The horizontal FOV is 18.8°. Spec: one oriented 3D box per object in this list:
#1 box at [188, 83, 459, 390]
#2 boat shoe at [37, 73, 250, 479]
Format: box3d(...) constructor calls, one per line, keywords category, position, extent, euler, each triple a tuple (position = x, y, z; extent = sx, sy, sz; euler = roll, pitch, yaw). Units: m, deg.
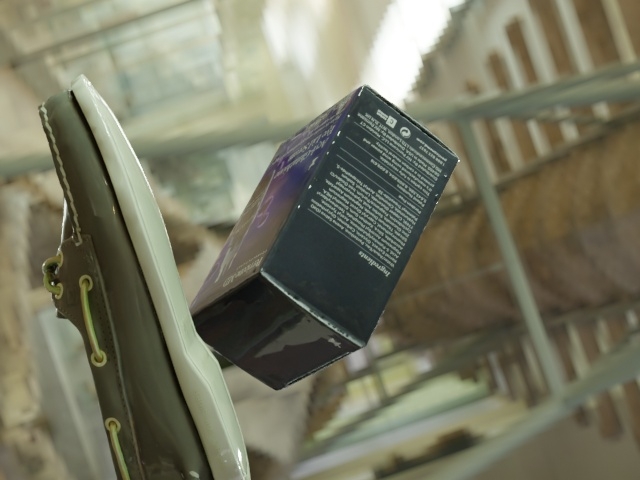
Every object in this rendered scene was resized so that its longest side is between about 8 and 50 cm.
box3d(category="box", position=(0.000, 0.000, 1.590), extent=(0.108, 0.207, 0.153), euler=(37, -32, -14))
box3d(category="boat shoe", position=(-0.138, 0.041, 1.313), extent=(0.109, 0.091, 0.305), euler=(-52, 122, -85))
